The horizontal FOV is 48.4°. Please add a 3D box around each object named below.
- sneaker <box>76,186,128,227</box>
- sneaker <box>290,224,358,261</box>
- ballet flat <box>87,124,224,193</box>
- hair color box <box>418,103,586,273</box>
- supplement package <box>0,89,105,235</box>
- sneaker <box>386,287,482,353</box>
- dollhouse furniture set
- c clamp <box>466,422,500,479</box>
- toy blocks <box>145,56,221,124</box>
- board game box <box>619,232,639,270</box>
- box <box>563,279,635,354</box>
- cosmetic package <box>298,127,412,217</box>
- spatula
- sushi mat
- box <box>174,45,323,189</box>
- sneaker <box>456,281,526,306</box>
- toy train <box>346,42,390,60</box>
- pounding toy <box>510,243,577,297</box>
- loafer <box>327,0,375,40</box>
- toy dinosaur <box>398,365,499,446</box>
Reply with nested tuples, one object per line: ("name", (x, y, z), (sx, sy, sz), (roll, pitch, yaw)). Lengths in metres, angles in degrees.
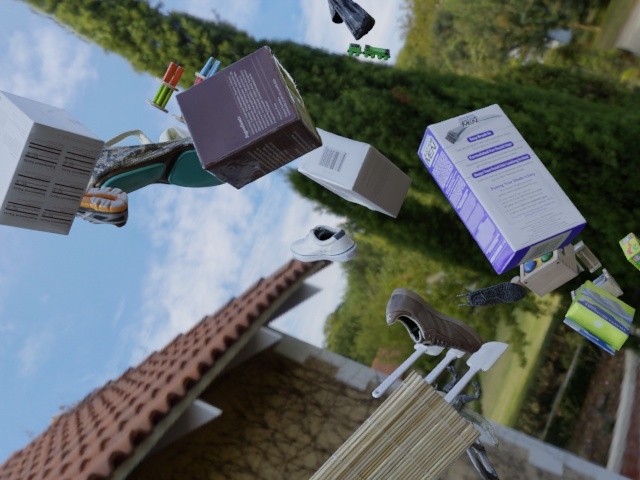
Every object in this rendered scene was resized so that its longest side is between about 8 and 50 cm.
("sneaker", (-0.528, -0.078, 1.593), (0.083, 0.215, 0.084), (89, -160, -46))
("sneaker", (0.000, 0.000, 1.947), (0.094, 0.258, 0.091), (-39, -67, -34))
("ballet flat", (-0.430, -0.224, 1.885), (0.483, 0.182, 0.164), (-15, -28, -47))
("hair color box", (0.375, -0.115, 1.507), (0.185, 0.338, 0.110), (-20, -25, -18))
("supplement package", (-0.550, -0.148, 1.361), (0.149, 0.194, 0.203), (13, -73, -48))
("sneaker", (0.191, 0.158, 1.229), (0.071, 0.188, 0.066), (-63, 11, -29))
("dollhouse furniture set", (0.796, 0.110, 2.152), (0.129, 0.183, 0.129), (-39, -3, 18))
("c clamp", (0.276, 0.376, 1.251), (0.022, 0.137, 0.161), (-32, -30, 10))
("toy blocks", (-0.279, -0.325, 1.477), (0.148, 0.123, 0.054), (-60, -12, 5))
("board game box", (0.872, 0.068, 1.869), (0.043, 0.181, 0.092), (-45, 16, 27))
("box", (0.526, 0.140, 1.338), (0.178, 0.109, 0.042), (-26, -33, -60))
("cosmetic package", (0.122, -0.212, 2.315), (0.385, 0.217, 0.156), (21, -89, -63))
("spatula", (0.216, 0.239, 1.312), (0.242, 0.168, 0.019), (-36, -52, -37))
("sushi mat", (0.065, 0.330, 0.950), (0.316, 0.151, 0.019), (-47, 24, 1))
("box", (-0.133, -0.229, 1.364), (0.203, 0.167, 0.168), (-26, -15, 9))
("sneaker", (0.427, 0.139, 1.785), (0.089, 0.170, 0.051), (26, -125, -74))
("toy train", (0.090, -0.350, 1.317), (0.023, 0.083, 0.017), (104, 170, -55))
("pounding toy", (0.606, 0.066, 2.011), (0.206, 0.094, 0.181), (-41, 20, 36))
("loafer", (0.052, -0.608, 1.866), (0.078, 0.223, 0.076), (-47, -28, 15))
("toy dinosaur", (0.330, 0.382, 1.728), (0.118, 0.268, 0.064), (-68, -19, 10))
